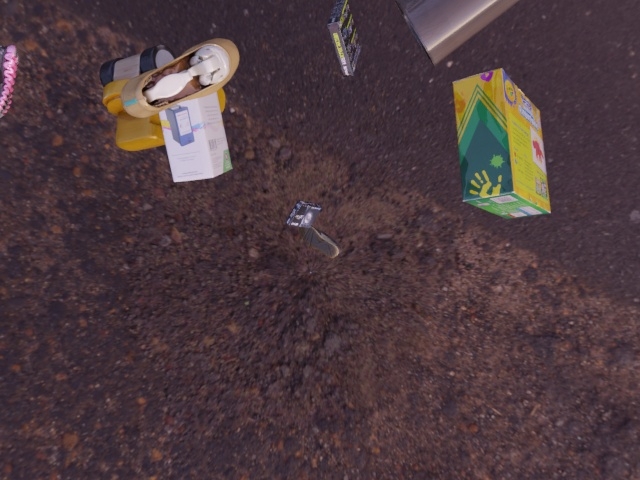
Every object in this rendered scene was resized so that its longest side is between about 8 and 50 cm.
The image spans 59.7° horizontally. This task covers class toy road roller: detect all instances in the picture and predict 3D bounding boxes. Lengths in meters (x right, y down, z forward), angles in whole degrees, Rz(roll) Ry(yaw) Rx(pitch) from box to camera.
[{"bbox_3d":[-0.426,-0.344,1.494,0.202,0.329,0.241,-4,79,28],"label":"toy road roller"}]

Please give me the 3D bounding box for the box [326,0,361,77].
[{"bbox_3d":[0.080,-0.661,1.815,0.045,0.184,0.191,-8,43,22],"label":"box"}]

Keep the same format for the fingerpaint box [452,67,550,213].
[{"bbox_3d":[0.584,-0.283,1.779,0.163,0.444,0.372,-8,81,34],"label":"fingerpaint box"}]

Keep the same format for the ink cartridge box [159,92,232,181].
[{"bbox_3d":[-0.271,-0.244,1.204,0.093,0.154,0.213,-6,104,9],"label":"ink cartridge box"}]

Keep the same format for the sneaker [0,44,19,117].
[{"bbox_3d":[-0.499,-0.244,0.849,0.057,0.047,0.120,9,79,-23],"label":"sneaker"}]

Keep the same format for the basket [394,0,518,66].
[{"bbox_3d":[0.277,-0.469,1.074,0.226,0.204,0.154,-31,116,18],"label":"basket"}]

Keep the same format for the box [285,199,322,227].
[{"bbox_3d":[-0.042,-0.067,1.420,0.018,0.083,0.067,46,113,31],"label":"box"}]

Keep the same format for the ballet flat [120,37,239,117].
[{"bbox_3d":[-0.205,-0.260,0.887,0.232,0.073,0.080,-41,116,-28],"label":"ballet flat"}]

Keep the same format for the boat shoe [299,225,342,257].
[{"bbox_3d":[0.000,0.000,1.677,0.152,0.049,0.056,40,118,23],"label":"boat shoe"}]
